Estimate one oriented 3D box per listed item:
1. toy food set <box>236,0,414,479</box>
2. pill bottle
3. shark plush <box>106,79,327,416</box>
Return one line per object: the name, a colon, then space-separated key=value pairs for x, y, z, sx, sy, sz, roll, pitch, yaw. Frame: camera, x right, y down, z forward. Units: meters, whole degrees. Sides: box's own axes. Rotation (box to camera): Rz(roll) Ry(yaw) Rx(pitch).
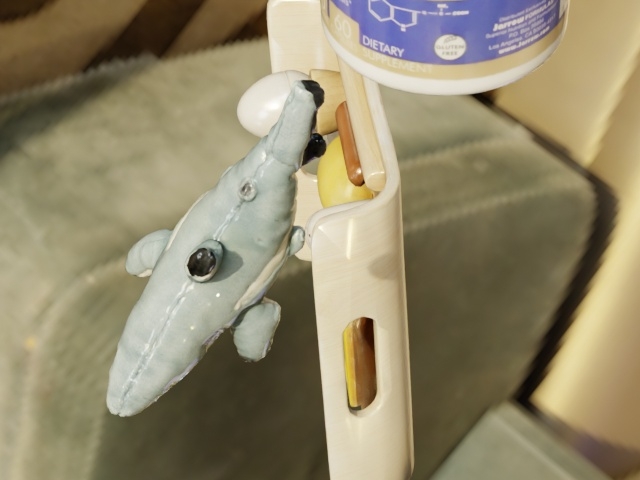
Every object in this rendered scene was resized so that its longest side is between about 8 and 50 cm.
toy food set: x=0.000 y=0.000 z=1.295 sx=0.092 sy=0.306 sz=0.220 roll=-6 pitch=123 yaw=-2
pill bottle: x=0.052 y=-0.164 z=0.821 sx=0.112 sy=0.112 sz=0.187 roll=-33 pitch=141 yaw=-28
shark plush: x=-0.033 y=0.007 z=0.793 sx=0.161 sy=0.073 sz=0.067 roll=-44 pitch=179 yaw=34
